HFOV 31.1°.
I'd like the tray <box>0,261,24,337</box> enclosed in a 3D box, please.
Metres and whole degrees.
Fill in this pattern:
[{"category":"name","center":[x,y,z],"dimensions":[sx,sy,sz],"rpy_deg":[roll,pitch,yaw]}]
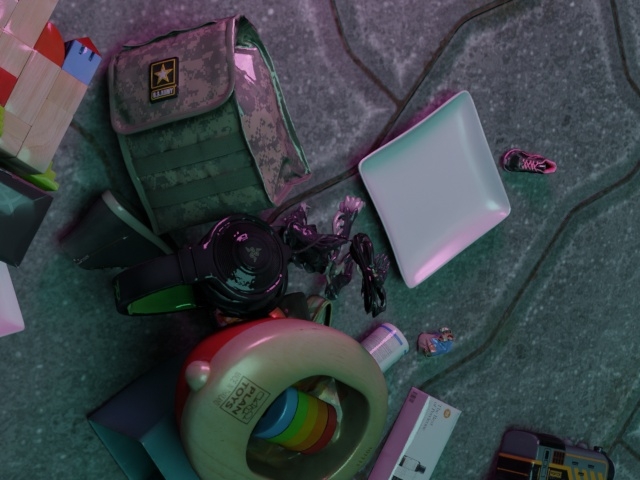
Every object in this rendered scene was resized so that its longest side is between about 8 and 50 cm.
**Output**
[{"category":"tray","center":[-0.494,0.075,1.587],"dimensions":[0.030,0.270,0.145],"rpy_deg":[-18,90,10]}]

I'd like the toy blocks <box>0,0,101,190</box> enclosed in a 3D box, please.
[{"category":"toy blocks","center":[-0.460,-0.272,1.580],"dimensions":[0.381,0.190,0.261],"rpy_deg":[34,71,-34]}]

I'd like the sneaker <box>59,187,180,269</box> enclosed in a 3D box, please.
[{"category":"sneaker","center":[-0.304,0.017,1.806],"dimensions":[0.118,0.083,0.222],"rpy_deg":[-40,132,5]}]

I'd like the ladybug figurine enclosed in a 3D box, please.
[{"category":"ladybug figurine","center":[-0.070,0.248,1.754],"dimensions":[0.305,0.162,0.449],"rpy_deg":[-52,141,-2]}]

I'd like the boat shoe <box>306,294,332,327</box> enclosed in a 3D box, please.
[{"category":"boat shoe","center":[-0.006,0.176,2.044],"dimensions":[0.056,0.048,0.153],"rpy_deg":[4,99,-34]}]

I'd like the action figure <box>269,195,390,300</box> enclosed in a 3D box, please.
[{"category":"action figure","center":[0.000,0.000,1.937],"dimensions":[0.275,0.164,0.141],"rpy_deg":[41,51,-51]}]

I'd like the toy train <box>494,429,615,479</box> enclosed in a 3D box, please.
[{"category":"toy train","center":[0.498,0.508,2.411],"dimensions":[0.334,0.142,0.190],"rpy_deg":[17,82,-35]}]

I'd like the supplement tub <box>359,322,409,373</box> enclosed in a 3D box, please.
[{"category":"supplement tub","center":[0.103,0.208,2.111],"dimensions":[0.107,0.071,0.071],"rpy_deg":[-38,119,-21]}]

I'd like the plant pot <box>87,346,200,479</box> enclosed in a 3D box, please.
[{"category":"plant pot","center":[-0.215,0.286,1.871],"dimensions":[0.234,0.165,0.165],"rpy_deg":[-44,121,-29]}]

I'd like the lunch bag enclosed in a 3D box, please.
[{"category":"lunch bag","center":[-0.178,-0.178,1.717],"dimensions":[0.169,0.235,0.287],"rpy_deg":[-45,119,-57]}]

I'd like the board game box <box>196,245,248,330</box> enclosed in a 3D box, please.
[{"category":"board game box","center":[-0.128,0.106,1.960],"dimensions":[0.136,0.030,0.260],"rpy_deg":[-31,116,-26]}]

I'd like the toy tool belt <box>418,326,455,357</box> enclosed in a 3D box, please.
[{"category":"toy tool belt","center":[0.231,0.199,2.205],"dimensions":[0.083,0.051,0.052],"rpy_deg":[-13,108,-31]}]

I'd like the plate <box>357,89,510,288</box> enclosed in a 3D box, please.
[{"category":"plate","center":[0.207,-0.096,2.124],"dimensions":[0.278,0.045,0.277],"rpy_deg":[-35,117,-22]}]

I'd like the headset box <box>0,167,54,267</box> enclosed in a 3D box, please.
[{"category":"headset box","center":[-0.501,-0.074,1.509],"dimensions":[0.218,0.293,0.110],"rpy_deg":[29,84,-36]}]

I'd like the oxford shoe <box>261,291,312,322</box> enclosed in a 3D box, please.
[{"category":"oxford shoe","center":[-0.022,0.218,1.984],"dimensions":[0.098,0.097,0.271],"rpy_deg":[-30,116,-31]}]

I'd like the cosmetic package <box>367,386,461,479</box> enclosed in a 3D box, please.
[{"category":"cosmetic package","center":[0.174,0.412,2.213],"dimensions":[0.099,0.060,0.239],"rpy_deg":[29,85,-36]}]

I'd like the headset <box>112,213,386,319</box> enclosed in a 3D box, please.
[{"category":"headset","center":[-0.107,0.069,1.720],"dimensions":[0.394,0.243,0.185],"rpy_deg":[-14,79,-4]}]

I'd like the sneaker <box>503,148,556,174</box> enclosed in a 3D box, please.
[{"category":"sneaker","center":[0.410,-0.149,2.239],"dimensions":[0.119,0.057,0.047],"rpy_deg":[2,102,-33]}]
